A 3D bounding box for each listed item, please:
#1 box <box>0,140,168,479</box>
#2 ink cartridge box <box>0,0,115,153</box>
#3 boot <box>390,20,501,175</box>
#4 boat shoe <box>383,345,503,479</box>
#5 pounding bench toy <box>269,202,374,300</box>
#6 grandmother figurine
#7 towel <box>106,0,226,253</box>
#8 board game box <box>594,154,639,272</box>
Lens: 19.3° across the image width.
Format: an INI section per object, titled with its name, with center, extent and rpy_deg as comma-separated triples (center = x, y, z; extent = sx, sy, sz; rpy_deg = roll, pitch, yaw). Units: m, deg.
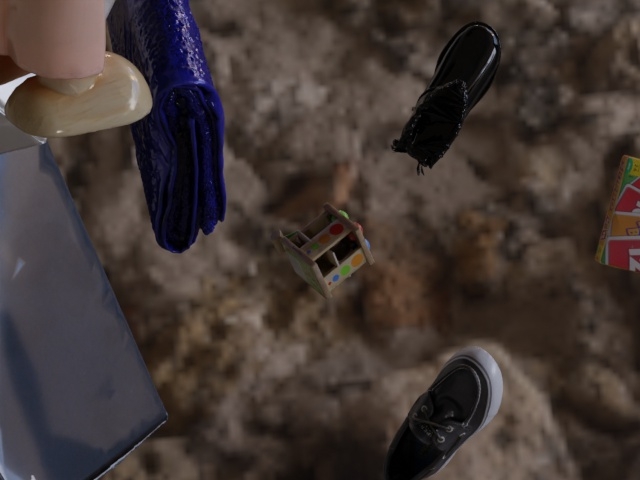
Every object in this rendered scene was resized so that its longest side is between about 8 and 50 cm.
[box]
center = -0.510, 0.093, 2.151
extent = 0.297, 0.471, 0.480
rpy_deg = -36, 107, -51
[ink cartridge box]
center = -0.327, -0.187, 1.478
extent = 0.197, 0.270, 0.198
rpy_deg = 43, 56, -34
[boot]
center = 0.093, -0.104, 1.360
extent = 0.121, 0.045, 0.099
rpy_deg = -58, 180, 4
[boat shoe]
center = 0.129, 0.207, 2.131
extent = 0.080, 0.076, 0.228
rpy_deg = 48, -42, 12
[pounding bench toy]
center = 0.000, 0.000, 1.751
extent = 0.083, 0.065, 0.052
rpy_deg = 39, -17, 40
[grandmother figurine]
center = -0.138, -0.225, 0.851
extent = 0.104, 0.207, 0.342
rpy_deg = -47, 151, -51
[towel]
center = -0.138, -0.173, 1.684
extent = 0.228, 0.076, 0.308
rpy_deg = 97, -18, -52
[board game box]
center = 0.448, -0.005, 2.113
extent = 0.039, 0.259, 0.124
rpy_deg = -123, -134, -79
